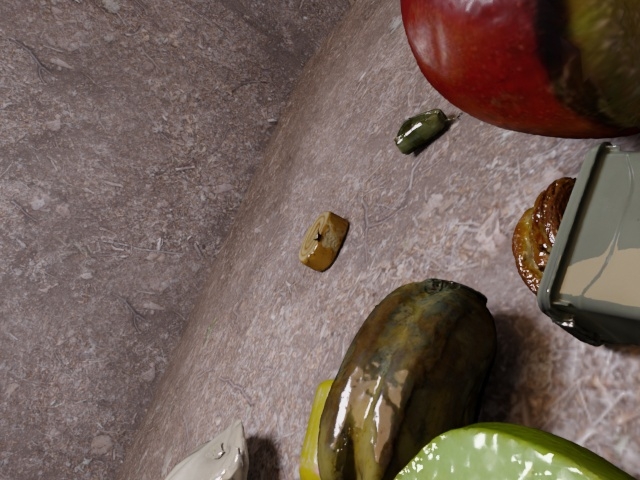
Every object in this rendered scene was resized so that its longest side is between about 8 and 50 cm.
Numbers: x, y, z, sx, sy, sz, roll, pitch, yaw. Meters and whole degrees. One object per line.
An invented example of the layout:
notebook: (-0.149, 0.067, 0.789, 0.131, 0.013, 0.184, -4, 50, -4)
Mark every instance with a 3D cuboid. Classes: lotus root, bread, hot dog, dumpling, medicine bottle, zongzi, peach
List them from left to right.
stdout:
dumpling: (-0.243, 0.512, 0.874, 0.260, 0.181, 0.341, -118, 35, -76)
bread: (0.000, 0.000, 1.072, 0.149, 0.073, 0.122, -66, 19, -12)
medicine bottle: (0.030, 0.303, 0.550, 0.122, 0.122, 0.212, -31, 37, 54)
lotus root: (0.101, 0.168, 0.475, 0.152, 0.160, 0.275, 1, 53, 56)
zongzi: (0.230, -0.262, 0.897, 0.154, 0.062, 0.130, -33, 23, 42)
hot dog: (0.257, -0.001, 0.467, 0.099, 0.065, 0.147, 91, -166, -63)
peach: (0.264, -0.279, 0.424, 0.353, 0.339, 0.416, -38, 24, 39)

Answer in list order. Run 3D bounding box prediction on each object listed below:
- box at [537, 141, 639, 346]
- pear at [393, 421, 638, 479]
box: (0.274, 0.009, 0.358, 0.093, 0.124, 0.172, 10, 74, 58)
pear: (0.148, 0.258, 0.283, 0.292, 0.159, 0.292, -47, 23, 27)
